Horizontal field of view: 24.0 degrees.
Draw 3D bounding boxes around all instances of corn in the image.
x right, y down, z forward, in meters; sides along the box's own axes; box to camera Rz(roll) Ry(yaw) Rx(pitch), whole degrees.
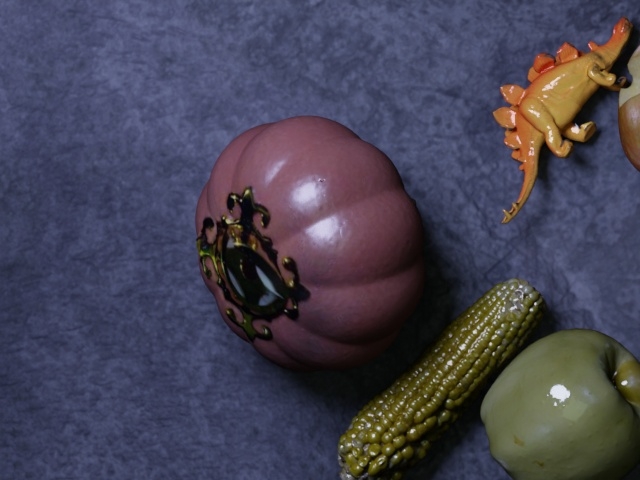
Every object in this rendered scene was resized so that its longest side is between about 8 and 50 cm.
[{"bbox_3d":[0.141,0.170,1.778,0.097,0.097,0.320,44,93,9],"label":"corn"}]

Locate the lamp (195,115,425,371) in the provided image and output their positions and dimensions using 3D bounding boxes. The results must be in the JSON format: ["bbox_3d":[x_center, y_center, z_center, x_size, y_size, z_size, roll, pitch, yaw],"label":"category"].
[{"bbox_3d":[0.000,0.000,1.737,0.240,0.305,0.305,-23,80,-37],"label":"lamp"}]

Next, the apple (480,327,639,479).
[{"bbox_3d":[0.283,0.196,1.707,0.200,0.200,0.200,-1,87,10],"label":"apple"}]

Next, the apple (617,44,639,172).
[{"bbox_3d":[0.429,-0.162,1.711,0.199,0.199,0.199,-1,87,10],"label":"apple"}]

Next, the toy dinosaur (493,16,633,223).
[{"bbox_3d":[0.270,-0.157,1.788,0.117,0.070,0.288,36,89,21],"label":"toy dinosaur"}]
